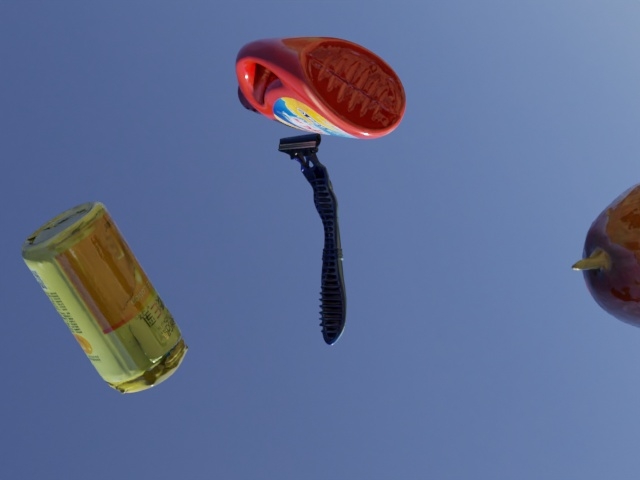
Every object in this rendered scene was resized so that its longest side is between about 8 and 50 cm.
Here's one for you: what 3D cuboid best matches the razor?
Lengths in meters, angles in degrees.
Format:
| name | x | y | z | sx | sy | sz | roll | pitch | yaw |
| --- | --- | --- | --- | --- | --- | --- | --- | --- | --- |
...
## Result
| name | x | y | z | sx | sy | sz | roll | pitch | yaw |
| --- | --- | --- | --- | --- | --- | --- | --- | --- | --- |
| razor | 0.003 | -0.001 | 0.884 | 0.028 | 0.044 | 0.154 | -13 | -84 | -41 |

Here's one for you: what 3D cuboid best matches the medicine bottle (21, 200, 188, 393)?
| name | x | y | z | sx | sy | sz | roll | pitch | yaw |
| --- | --- | --- | --- | --- | --- | --- | --- | --- | --- |
| medicine bottle | -0.258 | 0.076 | 1.490 | 0.238 | 0.124 | 0.124 | 60 | -159 | -21 |

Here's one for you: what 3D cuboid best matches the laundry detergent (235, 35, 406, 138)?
| name | x | y | z | sx | sy | sz | roll | pitch | yaw |
| --- | --- | --- | --- | --- | --- | --- | --- | --- | --- |
| laundry detergent | -0.017 | -0.100 | 0.793 | 0.097 | 0.049 | 0.165 | 32 | 171 | -26 |

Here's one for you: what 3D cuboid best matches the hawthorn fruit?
| name | x | y | z | sx | sy | sz | roll | pitch | yaw |
| --- | --- | --- | --- | --- | --- | --- | --- | --- | --- |
| hawthorn fruit | 0.364 | 0.017 | 1.300 | 0.251 | 0.199 | 0.199 | -2 | -129 | -27 |
